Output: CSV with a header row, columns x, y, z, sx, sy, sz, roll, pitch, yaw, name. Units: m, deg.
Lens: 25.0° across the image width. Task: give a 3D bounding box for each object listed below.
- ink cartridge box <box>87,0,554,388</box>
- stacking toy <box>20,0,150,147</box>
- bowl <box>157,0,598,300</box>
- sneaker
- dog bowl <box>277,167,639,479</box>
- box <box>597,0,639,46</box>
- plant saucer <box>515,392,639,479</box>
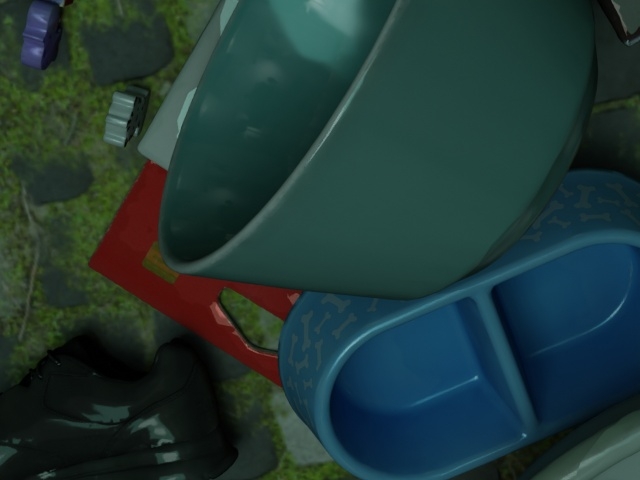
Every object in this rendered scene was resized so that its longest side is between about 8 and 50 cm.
x,y,z,sx,sy,sz,roll,pitch,yaw,name
0.000,0.000,1.055,0.296,0.066,0.261,32,108,0,ink cartridge box
-0.194,-0.188,1.040,0.167,0.052,0.221,16,108,5,stacking toy
0.048,-0.088,0.860,0.163,0.311,0.311,27,110,-19,bowl
-0.211,0.144,1.128,0.286,0.109,0.130,-10,95,6,sneaker
0.119,0.066,0.976,0.297,0.074,0.166,-23,117,1,dog bowl
0.204,-0.257,0.886,0.167,0.168,0.203,-31,98,16,box
0.255,0.201,1.001,0.400,0.100,0.400,-10,133,-11,plant saucer
